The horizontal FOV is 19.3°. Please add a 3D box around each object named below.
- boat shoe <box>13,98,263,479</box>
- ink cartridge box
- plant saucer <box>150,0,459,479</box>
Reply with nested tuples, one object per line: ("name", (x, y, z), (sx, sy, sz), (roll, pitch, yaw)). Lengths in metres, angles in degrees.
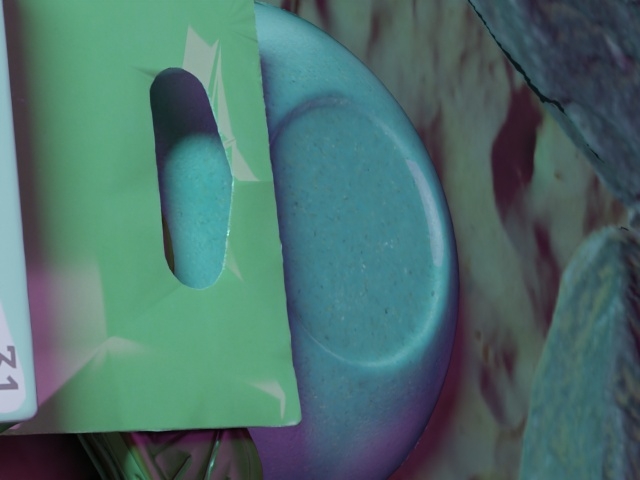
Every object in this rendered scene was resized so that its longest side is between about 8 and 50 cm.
("boat shoe", (-0.070, 0.028, 0.607), (0.056, 0.048, 0.153), (-31, 95, -36))
("ink cartridge box", (-0.100, -0.027, 0.538), (0.235, 0.056, 0.171), (1, 77, -32))
("plant saucer", (0.000, 0.000, 0.693), (0.195, 0.037, 0.195), (19, 65, -45))
